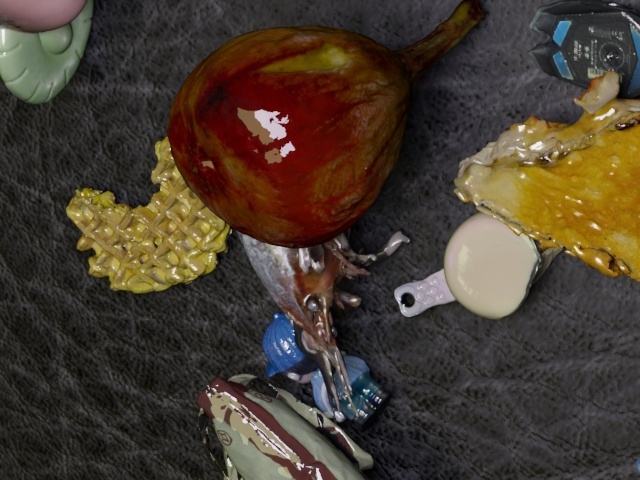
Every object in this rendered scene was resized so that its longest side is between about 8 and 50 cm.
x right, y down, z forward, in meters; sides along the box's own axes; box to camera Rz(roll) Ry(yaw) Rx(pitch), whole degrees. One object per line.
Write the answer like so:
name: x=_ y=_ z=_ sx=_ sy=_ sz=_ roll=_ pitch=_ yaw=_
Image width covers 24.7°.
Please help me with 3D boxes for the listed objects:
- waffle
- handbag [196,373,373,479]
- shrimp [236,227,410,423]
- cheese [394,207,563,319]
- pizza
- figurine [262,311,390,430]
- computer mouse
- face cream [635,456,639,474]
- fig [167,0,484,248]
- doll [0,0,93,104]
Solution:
waffle: x=-0.174 y=-0.024 z=1.497 sx=0.194 sy=0.051 sz=0.149 roll=-13 pitch=100 yaw=34
handbag: x=-0.015 y=0.236 z=1.399 sx=0.235 sy=0.213 sz=0.127 roll=41 pitch=80 yaw=13
shrimp: x=-0.008 y=0.002 z=1.355 sx=0.116 sy=0.145 sz=0.343 roll=-14 pitch=90 yaw=46
cheese: x=0.143 y=0.034 z=1.323 sx=0.092 sy=0.047 sz=0.171 roll=51 pitch=122 yaw=13
pizza: x=0.254 y=-0.054 z=1.204 sx=0.297 sy=0.071 sz=0.189 roll=-17 pitch=119 yaw=31
figurine: x=0.001 y=0.124 z=1.418 sx=0.136 sy=0.079 sz=0.077 roll=37 pitch=77 yaw=23
computer mouse: x=0.235 y=-0.162 z=1.215 sx=0.135 sy=0.047 sz=0.079 roll=14 pitch=122 yaw=35
face cream: x=0.353 y=0.289 z=1.245 sx=0.077 sy=0.077 sz=0.250 roll=-25 pitch=90 yaw=33
fig: x=0.005 y=-0.135 z=1.215 sx=0.191 sy=0.190 sz=0.290 roll=34 pitch=82 yaw=19
doll: x=-0.318 y=-0.284 z=1.405 sx=0.216 sy=0.284 sz=0.268 roll=5 pitch=77 yaw=34
